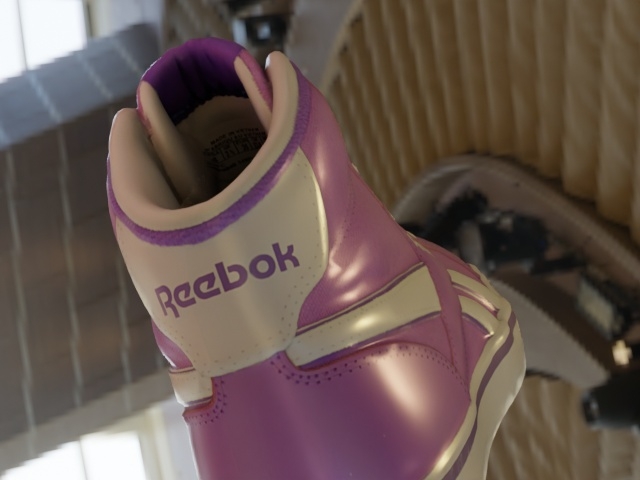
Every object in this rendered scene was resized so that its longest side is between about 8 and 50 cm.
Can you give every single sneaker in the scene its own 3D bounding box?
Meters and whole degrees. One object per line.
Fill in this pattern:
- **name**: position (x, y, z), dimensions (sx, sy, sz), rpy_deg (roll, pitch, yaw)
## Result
- **sneaker**: position (0.001, 0.000, 0.538), dimensions (0.282, 0.102, 0.161), rpy_deg (-70, 138, -80)
